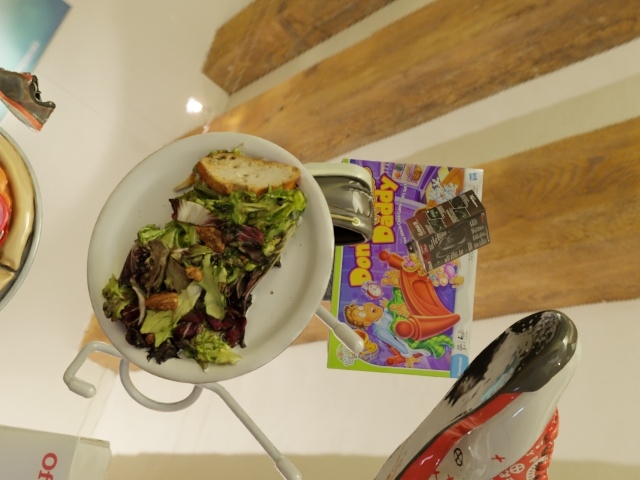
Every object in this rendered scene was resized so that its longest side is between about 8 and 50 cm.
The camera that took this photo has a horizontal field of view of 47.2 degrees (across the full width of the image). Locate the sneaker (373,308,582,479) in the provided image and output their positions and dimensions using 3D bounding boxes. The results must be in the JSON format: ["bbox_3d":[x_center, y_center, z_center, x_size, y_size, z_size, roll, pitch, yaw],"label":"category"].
[{"bbox_3d":[0.159,0.180,0.590,0.270,0.145,0.090,-56,180,31],"label":"sneaker"}]

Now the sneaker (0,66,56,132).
[{"bbox_3d":[-0.454,-0.229,1.093,0.065,0.158,0.061,-46,171,-6],"label":"sneaker"}]

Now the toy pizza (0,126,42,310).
[{"bbox_3d":[-0.301,-0.015,0.510,0.032,0.201,0.201,115,-1,-71],"label":"toy pizza"}]

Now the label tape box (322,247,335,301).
[{"bbox_3d":[0.000,0.000,1.513,0.334,0.240,0.106,-3,-162,44],"label":"label tape box"}]

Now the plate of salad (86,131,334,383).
[{"bbox_3d":[-0.089,0.006,0.551,0.200,0.048,0.199,-3,-106,11],"label":"plate of salad"}]

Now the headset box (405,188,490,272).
[{"bbox_3d":[0.127,-0.007,0.746,0.083,0.062,0.032,-25,-128,2],"label":"headset box"}]

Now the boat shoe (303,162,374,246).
[{"bbox_3d":[-0.064,-0.024,0.679,0.228,0.081,0.068,-5,-119,2],"label":"boat shoe"}]

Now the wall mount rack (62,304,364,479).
[{"bbox_3d":[-0.124,0.118,0.845,0.130,0.304,0.350,-75,-174,-63],"label":"wall mount rack"}]

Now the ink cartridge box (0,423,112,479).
[{"bbox_3d":[-0.455,0.346,0.939,0.308,0.129,0.223,7,-109,5],"label":"ink cartridge box"}]

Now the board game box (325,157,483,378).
[{"bbox_3d":[0.137,0.047,1.227,0.078,0.234,0.347,136,-42,-88],"label":"board game box"}]
